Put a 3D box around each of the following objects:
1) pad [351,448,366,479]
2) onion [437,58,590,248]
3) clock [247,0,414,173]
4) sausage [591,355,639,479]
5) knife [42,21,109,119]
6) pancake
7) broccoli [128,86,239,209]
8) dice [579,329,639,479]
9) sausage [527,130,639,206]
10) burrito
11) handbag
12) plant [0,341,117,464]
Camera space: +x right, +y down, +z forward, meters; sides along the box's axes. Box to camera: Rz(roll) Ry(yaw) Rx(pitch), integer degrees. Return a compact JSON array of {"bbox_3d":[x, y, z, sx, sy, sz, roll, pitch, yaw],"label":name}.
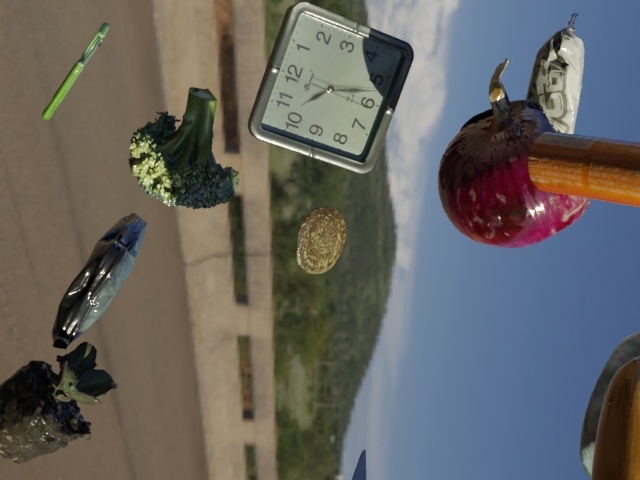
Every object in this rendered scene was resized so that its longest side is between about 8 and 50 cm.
[{"bbox_3d":[0.033,0.540,1.888,0.315,0.063,0.375,-63,159,-43],"label":"pad"},{"bbox_3d":[0.322,-0.098,1.758,0.256,0.272,0.230,-44,-166,37],"label":"onion"},{"bbox_3d":[0.022,-0.290,1.979,0.273,0.279,0.049,-69,-157,8],"label":"clock"},{"bbox_3d":[0.556,0.365,1.865,0.134,0.116,0.354,63,35,-52],"label":"sausage"},{"bbox_3d":[-0.354,-0.245,1.485,0.212,0.015,0.054,-42,-153,40],"label":"knife"},{"bbox_3d":[0.001,0.000,1.617,0.011,0.115,0.115,19,-64,42],"label":"pancake"},{"bbox_3d":[-0.356,-0.215,2.596,0.375,0.249,0.302,46,-29,53],"label":"broccoli"},{"bbox_3d":[0.764,0.400,2.184,0.328,0.330,0.348,-56,145,-24],"label":"dice"},{"bbox_3d":[0.437,-0.094,1.442,0.312,0.093,0.093,16,-74,51],"label":"sausage"},{"bbox_3d":[0.498,-0.277,2.248,0.139,0.101,0.445,30,-61,50],"label":"burrito"},{"bbox_3d":[-0.365,0.063,1.715,0.191,0.075,0.332,-56,-170,9],"label":"handbag"},{"bbox_3d":[-0.416,0.250,1.583,0.131,0.203,0.142,40,26,-46],"label":"plant"}]
